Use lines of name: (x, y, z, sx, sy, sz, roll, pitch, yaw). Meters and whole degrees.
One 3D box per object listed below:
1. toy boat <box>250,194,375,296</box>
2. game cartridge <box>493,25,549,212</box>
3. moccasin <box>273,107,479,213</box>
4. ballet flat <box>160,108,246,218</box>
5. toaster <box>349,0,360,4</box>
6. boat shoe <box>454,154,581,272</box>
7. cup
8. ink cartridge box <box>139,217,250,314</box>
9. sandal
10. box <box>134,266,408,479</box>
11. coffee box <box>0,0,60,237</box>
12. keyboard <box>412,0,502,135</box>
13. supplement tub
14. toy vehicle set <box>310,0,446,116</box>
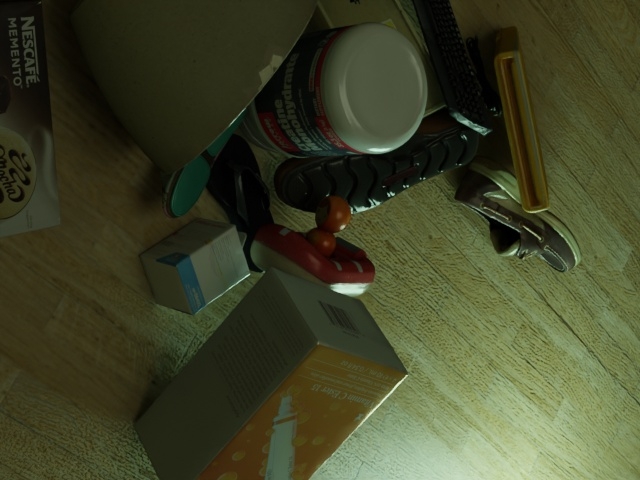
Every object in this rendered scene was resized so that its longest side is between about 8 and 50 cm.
toy boat: (0.000, 0.000, 2.068, 0.231, 0.151, 0.151, 2, 112, -57)
game cartridge: (0.360, -0.226, 2.368, 0.323, 0.053, 0.285, -68, 146, -72)
moccasin: (0.083, -0.150, 2.188, 0.380, 0.147, 0.139, -26, 133, -25)
ballet flat: (-0.191, -0.132, 1.957, 0.221, 0.079, 0.077, -62, 150, -18)
toaster: (0.080, -0.484, 2.091, 0.146, 0.129, 0.227, -7, 80, -47)
boat shoe: (0.373, -0.022, 2.524, 0.342, 0.123, 0.123, 42, 77, -38)
cup: (-0.197, -0.292, 1.786, 0.237, 0.331, 0.331, 40, 69, -17)
ink cartridge box: (-0.182, 0.033, 1.991, 0.143, 0.092, 0.090, -34, 122, -34)
sandal: (-0.112, -0.064, 2.067, 0.097, 0.054, 0.254, -43, 126, -30)
box: (-0.077, 0.239, 1.975, 0.215, 0.168, 0.345, 22, 116, -45)
coffee box: (-0.442, -0.156, 1.672, 0.168, 0.119, 0.297, -14, 108, -41)
keyboard: (0.238, -0.320, 2.252, 0.201, 0.033, 0.317, 20, 49, -51)
supplement tub: (0.009, -0.222, 1.982, 0.191, 0.272, 0.191, -1, 91, -38)
toy vehicle set: (0.093, -0.310, 2.145, 0.166, 0.035, 0.267, -28, 89, -38)
